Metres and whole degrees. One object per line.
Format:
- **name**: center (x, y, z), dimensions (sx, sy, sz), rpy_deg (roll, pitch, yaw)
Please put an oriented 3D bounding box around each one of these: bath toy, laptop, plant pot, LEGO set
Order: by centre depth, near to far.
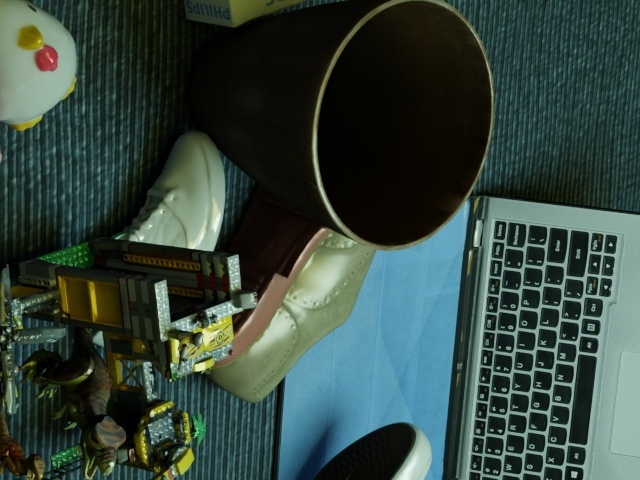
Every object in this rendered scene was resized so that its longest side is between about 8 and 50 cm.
- **bath toy**: center (-0.305, -0.060, 1.289), dimensions (0.348, 0.151, 0.129), rpy_deg (-55, 149, -26)
- **LEGO set**: center (-0.183, 0.126, 1.360), dimensions (0.331, 0.192, 0.255), rpy_deg (-8, 101, -50)
- **plant pot**: center (-0.004, -0.119, 1.515), dimensions (0.215, 0.230, 0.215), rpy_deg (-14, 111, -41)
- **laptop**: center (0.185, 0.161, 1.776), dimensions (0.236, 0.408, 0.382), rpy_deg (-37, 133, -71)

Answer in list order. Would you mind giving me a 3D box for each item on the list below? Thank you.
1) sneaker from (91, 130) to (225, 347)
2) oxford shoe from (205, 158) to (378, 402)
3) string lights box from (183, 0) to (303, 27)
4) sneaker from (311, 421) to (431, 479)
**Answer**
- **sneaker**: center (-0.150, 0.002, 1.528), dimensions (0.094, 0.080, 0.212), rpy_deg (12, 93, -30)
- **oxford shoe**: center (0.000, 0.000, 1.642), dimensions (0.348, 0.123, 0.130), rpy_deg (-48, 135, -10)
- **string lights box**: center (-0.068, -0.331, 1.504), dimensions (0.133, 0.077, 0.259), rpy_deg (-26, 118, -35)
- **sneaker**: center (0.030, 0.311, 1.722), dimensions (0.123, 0.106, 0.290), rpy_deg (34, 100, -30)
